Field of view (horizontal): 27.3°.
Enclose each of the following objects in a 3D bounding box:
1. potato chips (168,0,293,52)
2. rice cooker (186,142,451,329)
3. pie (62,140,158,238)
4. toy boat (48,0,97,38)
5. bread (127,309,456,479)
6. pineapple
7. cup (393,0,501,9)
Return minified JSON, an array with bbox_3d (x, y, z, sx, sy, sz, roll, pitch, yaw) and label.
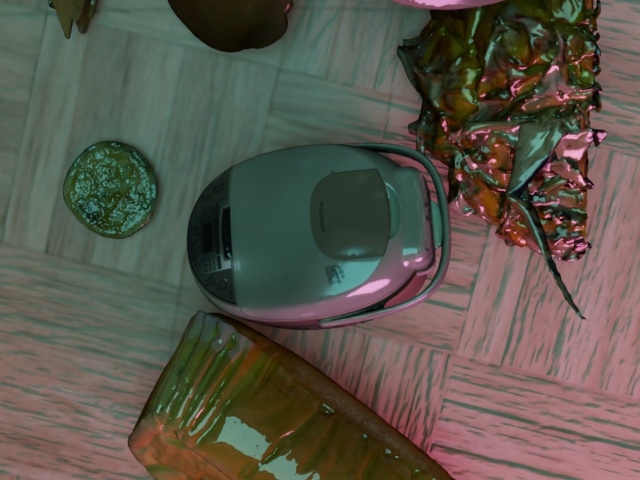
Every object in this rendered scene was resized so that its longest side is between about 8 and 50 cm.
[{"bbox_3d":[-0.096,-0.237,1.022,0.150,0.049,0.201,-9,111,49],"label":"potato chips"},{"bbox_3d":[0.000,0.000,1.034,0.206,0.127,0.145,-6,74,8],"label":"rice cooker"},{"bbox_3d":[-0.174,-0.042,1.105,0.084,0.021,0.084,0,94,6],"label":"pie"},{"bbox_3d":[-0.258,-0.250,1.062,0.072,0.064,0.206,-38,94,23],"label":"toy boat"},{"bbox_3d":[-0.014,0.185,1.054,0.288,0.152,0.119,36,61,-1],"label":"bread"},{"bbox_3d":[0.137,-0.123,1.001,0.161,0.158,0.334,3,99,4],"label":"pineapple"},{"bbox_3d":[0.057,-0.294,0.933,0.301,0.227,0.256,-15,68,45],"label":"cup"}]
